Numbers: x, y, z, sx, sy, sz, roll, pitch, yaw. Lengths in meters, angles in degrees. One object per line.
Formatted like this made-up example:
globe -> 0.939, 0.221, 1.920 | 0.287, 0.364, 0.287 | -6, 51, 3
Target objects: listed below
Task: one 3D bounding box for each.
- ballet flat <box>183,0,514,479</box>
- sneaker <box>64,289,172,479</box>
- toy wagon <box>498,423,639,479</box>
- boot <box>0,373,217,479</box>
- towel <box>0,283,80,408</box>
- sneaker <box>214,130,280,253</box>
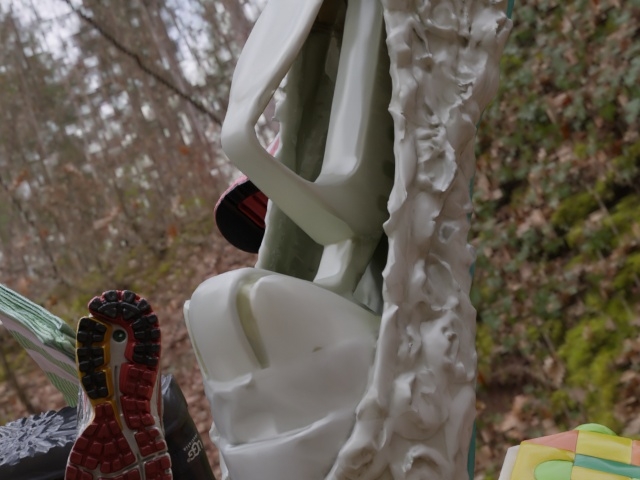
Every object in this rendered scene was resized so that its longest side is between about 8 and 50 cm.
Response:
ballet flat -> 0.000, 0.000, 0.539 | 0.147, 0.409, 0.147 | 8, -18, 2
sneaker -> -0.166, 0.157, 0.946 | 0.088, 0.225, 0.093 | 5, -6, -7
toy wagon -> 0.318, 0.246, 0.924 | 0.344, 0.068, 0.267 | 9, 19, 15
boot -> -0.212, 0.398, 1.177 | 0.367, 0.445, 0.146 | -19, 13, 25
towel -> -0.288, 0.167, 1.312 | 0.038, 0.248, 0.325 | -49, -45, -20
sneaker -> -0.011, -0.119, 1.364 | 0.314, 0.116, 0.136 | -39, 14, 31
